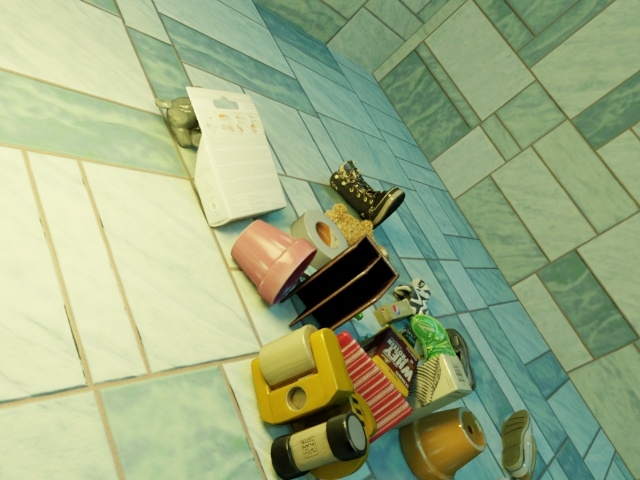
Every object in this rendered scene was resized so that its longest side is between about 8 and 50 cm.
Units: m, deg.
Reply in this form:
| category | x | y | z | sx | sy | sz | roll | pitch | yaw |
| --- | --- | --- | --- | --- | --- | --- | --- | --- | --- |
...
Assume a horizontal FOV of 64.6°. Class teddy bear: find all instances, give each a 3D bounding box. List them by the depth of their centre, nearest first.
| category | x | y | z | sx | sy | sz | roll | pitch | yaw |
| --- | --- | --- | --- | --- | --- | --- | --- | --- | --- |
| teddy bear | 0.146 | -0.002 | 1.934 | 0.245 | 0.113 | 0.337 | -12 | 66 | -57 |

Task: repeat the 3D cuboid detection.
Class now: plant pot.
| category | x | y | z | sx | sy | sz | roll | pitch | yaw |
| --- | --- | --- | --- | --- | --- | --- | --- | --- | --- |
| plant pot | -0.137 | 0.046 | 1.388 | 0.180 | 0.201 | 0.201 | 39 | 27 | 8 |
| plant pot | 0.368 | 0.583 | 1.481 | 0.205 | 0.188 | 0.205 | 36 | 31 | -26 |

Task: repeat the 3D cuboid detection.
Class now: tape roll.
| category | x | y | z | sx | sy | sz | roll | pitch | yaw |
| --- | --- | --- | --- | --- | --- | --- | --- | --- | --- |
| tape roll | 0.000 | 0.000 | 1.753 | 0.219 | 0.072 | 0.219 | 36 | 32 | -27 |

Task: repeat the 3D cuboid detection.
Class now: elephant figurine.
| category | x | y | z | sx | sy | sz | roll | pitch | yaw |
| --- | --- | --- | --- | --- | --- | --- | --- | --- | --- |
| elephant figurine | -0.383 | -0.392 | 1.590 | 0.239 | 0.170 | 0.185 | -88 | 172 | -59 |

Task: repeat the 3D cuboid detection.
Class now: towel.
| category | x | y | z | sx | sy | sz | roll | pitch | yaw |
| --- | --- | --- | --- | --- | --- | --- | --- | --- | --- |
| towel | 0.074 | 0.385 | 1.286 | 0.274 | 0.199 | 0.031 | 50 | 8 | -3 |

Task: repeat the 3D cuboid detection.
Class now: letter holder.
| category | x | y | z | sx | sy | sz | roll | pitch | yaw |
| --- | --- | --- | --- | --- | --- | --- | --- | --- | --- |
| letter holder | 0.031 | 0.148 | 1.375 | 0.152 | 0.302 | 0.214 | 52 | 28 | 1 |

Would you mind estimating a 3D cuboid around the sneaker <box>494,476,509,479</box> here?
| category | x | y | z | sx | sy | sz | roll | pitch | yaw |
| --- | --- | --- | --- | --- | --- | --- | --- | --- | --- |
| sneaker | 0.521 | 0.794 | 1.500 | 0.129 | 0.111 | 0.297 | 48 | 26 | 6 |

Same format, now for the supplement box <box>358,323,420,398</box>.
| category | x | y | z | sx | sy | sz | roll | pitch | yaw |
| --- | --- | --- | --- | --- | --- | --- | --- | --- | --- |
| supplement box | 0.149 | 0.367 | 1.407 | 0.129 | 0.191 | 0.194 | 50 | 28 | -2 |

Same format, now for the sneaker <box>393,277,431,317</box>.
| category | x | y | z | sx | sy | sz | roll | pitch | yaw |
| --- | --- | --- | --- | --- | --- | --- | --- | --- | --- |
| sneaker | 0.361 | 0.201 | 2.024 | 0.153 | 0.094 | 0.234 | 49 | 37 | -24 |

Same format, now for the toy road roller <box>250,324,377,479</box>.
| category | x | y | z | sx | sy | sz | roll | pitch | yaw |
| --- | --- | --- | --- | --- | --- | --- | --- | --- | --- |
| toy road roller | 0.002 | 0.380 | 1.181 | 0.241 | 0.203 | 0.329 | 29 | 38 | -58 |

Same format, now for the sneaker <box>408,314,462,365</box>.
| category | x | y | z | sx | sy | sz | roll | pitch | yaw |
| --- | --- | --- | --- | --- | --- | --- | --- | --- | --- |
| sneaker | 0.430 | 0.402 | 1.872 | 0.295 | 0.109 | 0.124 | 57 | 24 | 9 |

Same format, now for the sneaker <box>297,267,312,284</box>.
| category | x | y | z | sx | sy | sz | roll | pitch | yaw |
| --- | --- | --- | --- | --- | --- | --- | --- | --- | --- |
| sneaker | -0.076 | 0.084 | 1.573 | 0.162 | 0.063 | 0.073 | 55 | 10 | -3 |

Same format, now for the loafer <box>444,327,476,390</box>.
| category | x | y | z | sx | sy | sz | roll | pitch | yaw |
| --- | --- | --- | --- | --- | --- | --- | --- | --- | --- |
| loafer | 0.530 | 0.458 | 1.979 | 0.084 | 0.096 | 0.267 | 20 | 43 | -36 |

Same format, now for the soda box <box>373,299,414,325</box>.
| category | x | y | z | sx | sy | sz | roll | pitch | yaw |
| --- | --- | --- | --- | --- | --- | --- | --- | --- | --- |
| soda box | 0.270 | 0.265 | 1.854 | 0.181 | 0.058 | 0.061 | 0 | 56 | -55 |

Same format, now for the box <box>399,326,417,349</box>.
| category | x | y | z | sx | sy | sz | roll | pitch | yaw |
| --- | --- | --- | --- | --- | --- | --- | --- | --- | --- |
| box | 0.273 | 0.335 | 1.658 | 0.052 | 0.062 | 0.083 | 45 | 28 | -4 |

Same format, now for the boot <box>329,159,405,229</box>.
| category | x | y | z | sx | sy | sz | roll | pitch | yaw |
| --- | --- | --- | --- | --- | --- | --- | --- | --- | --- |
| boot | 0.179 | -0.200 | 2.044 | 0.284 | 0.138 | 0.377 | 49 | -12 | 5 |

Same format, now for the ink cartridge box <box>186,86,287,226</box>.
| category | x | y | z | sx | sy | sz | roll | pitch | yaw |
| --- | --- | --- | --- | --- | --- | --- | --- | --- | --- |
| ink cartridge box | -0.265 | -0.251 | 1.519 | 0.308 | 0.091 | 0.384 | -21 | 93 | -60 |

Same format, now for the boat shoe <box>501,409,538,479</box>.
| category | x | y | z | sx | sy | sz | roll | pitch | yaw |
| --- | --- | --- | --- | --- | --- | --- | --- | --- | --- |
| boat shoe | 0.764 | 0.781 | 1.932 | 0.103 | 0.113 | 0.302 | 50 | 38 | -5 |

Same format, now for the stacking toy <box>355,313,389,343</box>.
| category | x | y | z | sx | sy | sz | roll | pitch | yaw |
| --- | --- | --- | --- | --- | --- | --- | --- | --- | --- |
| stacking toy | 0.178 | 0.333 | 1.651 | 0.221 | 0.052 | 0.166 | 28 | 34 | -34 |

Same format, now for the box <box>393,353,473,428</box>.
| category | x | y | z | sx | sy | sz | roll | pitch | yaw |
| --- | --- | --- | --- | --- | --- | --- | --- | --- | --- |
| box | 0.279 | 0.431 | 1.435 | 0.094 | 0.275 | 0.113 | 22 | 39 | -43 |
